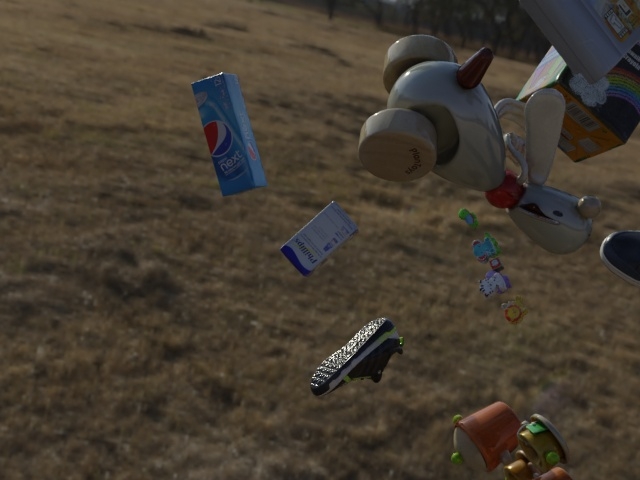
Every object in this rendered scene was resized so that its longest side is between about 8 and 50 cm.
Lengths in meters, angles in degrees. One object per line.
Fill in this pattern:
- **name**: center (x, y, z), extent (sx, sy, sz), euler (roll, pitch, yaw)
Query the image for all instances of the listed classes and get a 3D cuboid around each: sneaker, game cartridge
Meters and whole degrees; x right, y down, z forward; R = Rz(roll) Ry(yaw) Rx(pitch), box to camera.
- **sneaker**: center (0.461, 0.007, 1.254), extent (0.226, 0.086, 0.163), euler (18, -26, 20)
- **sneaker**: center (0.084, 0.244, 1.986), extent (0.235, 0.097, 0.084), euler (-38, 15, -30)
- **game cartridge**: center (0.432, -0.386, 1.604), extent (0.062, 0.198, 0.297), euler (-27, 13, 49)

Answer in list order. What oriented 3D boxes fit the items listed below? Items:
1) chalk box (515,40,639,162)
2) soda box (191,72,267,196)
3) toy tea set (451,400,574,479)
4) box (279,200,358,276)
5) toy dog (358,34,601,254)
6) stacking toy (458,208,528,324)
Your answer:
- **chalk box**: center (0.530, -0.322, 1.915), extent (0.180, 0.289, 0.179), euler (40, -18, -9)
- **soda box**: center (-0.162, -0.188, 1.825), extent (0.067, 0.210, 0.071), euler (-16, 1, 17)
- **toy tea set**: center (0.312, 0.366, 1.577), extent (0.124, 0.200, 0.336), euler (-32, 6, -12)
- **box**: center (0.000, 0.000, 1.929), extent (0.072, 0.137, 0.126), euler (49, 0, 4)
- **toy dog**: center (0.200, -0.111, 1.111), extent (0.334, 0.220, 0.161), euler (11, -27, -37)
- **stacking toy**: center (0.351, 0.052, 2.126), extent (0.167, 0.052, 0.221), euler (40, 27, -55)
